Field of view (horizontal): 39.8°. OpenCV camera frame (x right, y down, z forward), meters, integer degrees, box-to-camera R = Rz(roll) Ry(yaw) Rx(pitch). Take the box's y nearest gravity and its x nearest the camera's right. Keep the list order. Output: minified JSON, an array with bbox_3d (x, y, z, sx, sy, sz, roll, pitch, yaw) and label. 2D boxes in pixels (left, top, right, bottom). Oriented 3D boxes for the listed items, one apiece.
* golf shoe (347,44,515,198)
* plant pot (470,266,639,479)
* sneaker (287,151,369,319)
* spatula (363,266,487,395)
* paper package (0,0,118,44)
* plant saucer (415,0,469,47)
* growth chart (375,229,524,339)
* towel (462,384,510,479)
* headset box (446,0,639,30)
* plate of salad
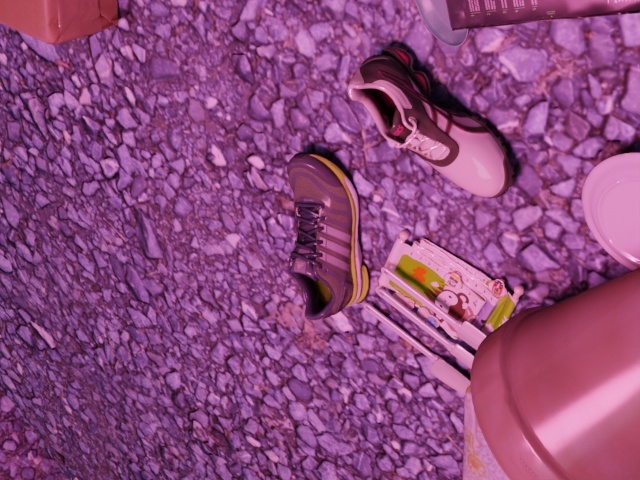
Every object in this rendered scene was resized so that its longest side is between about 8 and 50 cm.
[{"bbox_3d":[0.148,-0.147,1.240,0.273,0.120,0.105,43,134,4],"label":"golf shoe"},{"bbox_3d":[0.399,0.173,1.120,0.323,0.323,0.280,44,131,6],"label":"plant pot"},{"bbox_3d":[0.000,0.000,1.450,0.111,0.121,0.300,3,120,36],"label":"sneaker"},{"bbox_3d":[0.178,0.152,1.465,0.242,0.019,0.168,36,147,10],"label":"spatula"},{"bbox_3d":[-0.508,-0.528,1.464,0.324,0.168,0.310,26,130,24],"label":"paper package"},{"bbox_3d":[0.163,-0.312,1.156,0.119,0.021,0.119,53,163,23],"label":"plant saucer"},{"bbox_3d":[0.200,0.084,1.423,0.237,0.021,0.172,28,133,21],"label":"growth chart"},{"bbox_3d":[0.406,0.414,1.438,0.374,0.090,0.321,16,124,29],"label":"towel"},{"bbox_3d":[0.257,-0.379,0.987,0.283,0.131,0.246,3,120,37],"label":"headset box"},{"bbox_3d":[0.431,-0.031,1.135,0.199,0.048,0.200,31,144,26],"label":"plate of salad"}]
